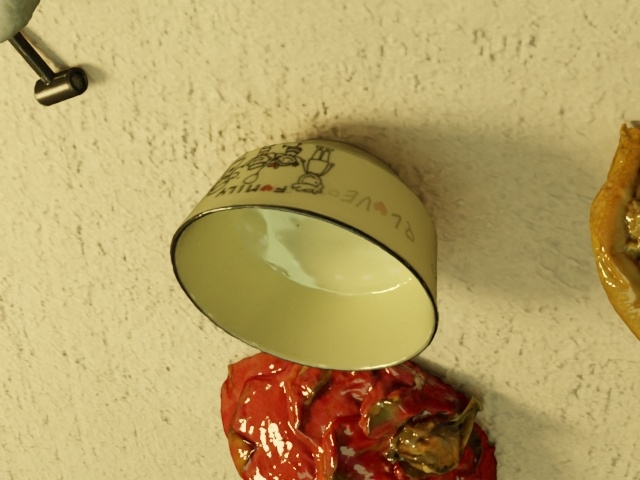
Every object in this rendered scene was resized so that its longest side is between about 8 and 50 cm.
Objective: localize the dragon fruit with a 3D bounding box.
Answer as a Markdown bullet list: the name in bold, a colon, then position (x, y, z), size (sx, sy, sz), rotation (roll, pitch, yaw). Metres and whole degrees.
- **dragon fruit**: position (0.046, 0.220, 1.884), size (0.317, 0.152, 0.205), rotation (25, 143, -6)

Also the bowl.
- **bowl**: position (0.000, 0.000, 1.628), size (0.238, 0.126, 0.237), rotation (13, 144, 10)

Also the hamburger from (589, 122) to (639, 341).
- **hamburger**: position (0.322, 0.041, 1.500), size (0.144, 0.156, 0.283), rotation (-12, 132, 37)

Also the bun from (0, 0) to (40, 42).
- **bun**: position (-0.287, -0.221, 1.512), size (0.141, 0.083, 0.140), rotation (14, 135, 14)

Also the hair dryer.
- **hair dryer**: position (-0.243, -0.155, 1.632), size (0.047, 0.026, 0.083), rotation (-16, 124, 37)
